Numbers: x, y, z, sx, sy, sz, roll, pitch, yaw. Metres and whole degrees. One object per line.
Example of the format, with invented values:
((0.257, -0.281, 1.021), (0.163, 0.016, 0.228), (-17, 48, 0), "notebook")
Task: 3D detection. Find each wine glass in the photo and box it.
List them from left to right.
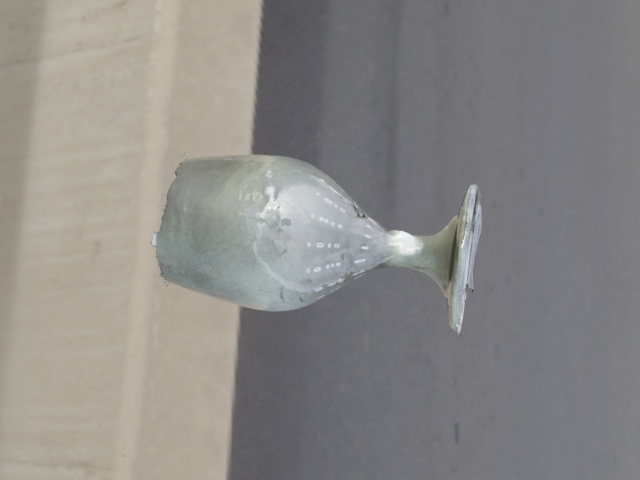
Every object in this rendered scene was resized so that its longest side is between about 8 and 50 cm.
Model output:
((0.000, 0.000, 0.856), (0.126, 0.241, 0.126), (6, 90, -80), "wine glass")
